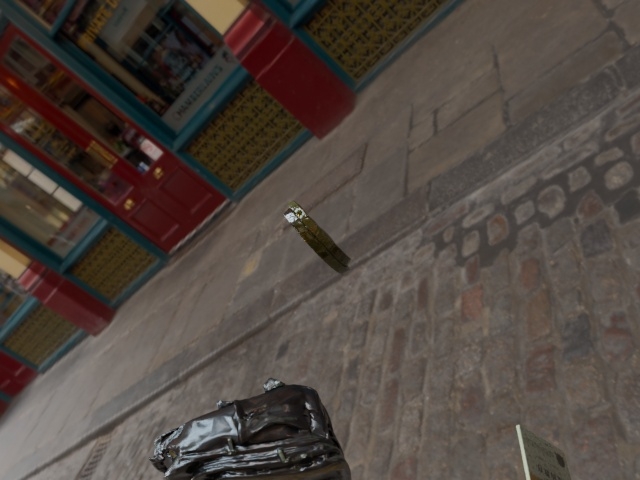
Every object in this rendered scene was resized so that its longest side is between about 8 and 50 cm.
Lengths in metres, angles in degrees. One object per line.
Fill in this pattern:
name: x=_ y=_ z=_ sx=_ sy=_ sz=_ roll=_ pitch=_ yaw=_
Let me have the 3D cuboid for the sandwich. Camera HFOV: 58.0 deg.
sandwich: x=0.002 y=0.002 z=0.824 sx=0.029 sy=0.135 sz=0.067 roll=-43 pitch=20 yaw=5

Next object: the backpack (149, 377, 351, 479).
backpack: x=-0.097 y=0.284 z=0.774 sx=0.258 sy=0.206 sz=0.133 roll=-12 pitch=47 yaw=-2

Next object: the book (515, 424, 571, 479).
book: x=0.360 y=0.387 z=0.902 sx=0.012 sy=0.118 sz=0.172 roll=-42 pitch=25 yaw=33
